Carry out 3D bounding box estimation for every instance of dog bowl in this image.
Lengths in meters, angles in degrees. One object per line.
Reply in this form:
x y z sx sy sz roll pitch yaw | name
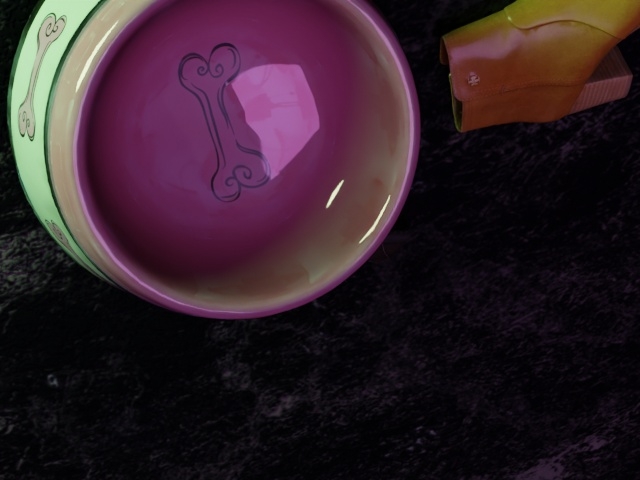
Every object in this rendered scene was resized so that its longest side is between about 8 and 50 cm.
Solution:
-0.084 -0.106 1.106 0.408 0.150 0.408 -7 110 -19 | dog bowl

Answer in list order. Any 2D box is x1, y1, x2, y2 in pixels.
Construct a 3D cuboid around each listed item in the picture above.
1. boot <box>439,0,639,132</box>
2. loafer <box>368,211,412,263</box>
0.231 -0.235 1.206 0.211 0.104 0.295 -11 137 -6 | boot
0.000 0.000 1.355 0.220 0.080 0.078 6 127 -20 | loafer
